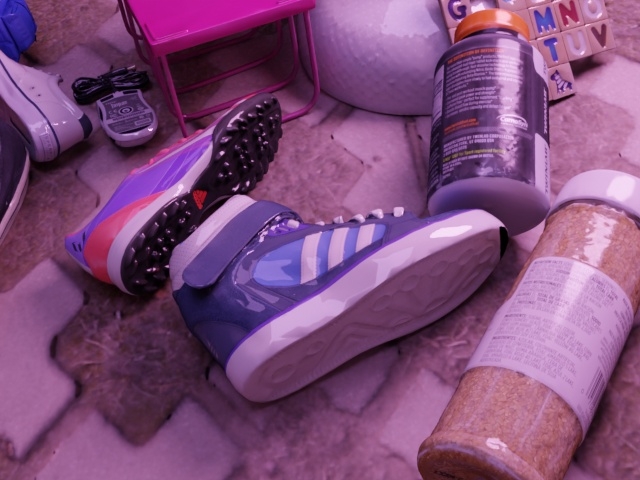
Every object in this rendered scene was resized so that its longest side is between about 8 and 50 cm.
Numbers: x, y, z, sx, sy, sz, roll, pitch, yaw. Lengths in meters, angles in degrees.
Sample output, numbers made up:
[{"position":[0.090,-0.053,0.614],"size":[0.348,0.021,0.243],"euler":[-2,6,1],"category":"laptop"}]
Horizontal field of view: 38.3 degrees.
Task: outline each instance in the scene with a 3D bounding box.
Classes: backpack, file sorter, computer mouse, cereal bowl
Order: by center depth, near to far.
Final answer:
[{"position":[-0.147,-0.287,1.212],"size":[0.202,0.182,0.290],"euler":[-20,48,-12],"category":"file sorter"},{"position":[-0.263,-0.169,1.219],"size":[0.106,0.042,0.193],"euler":[-16,41,-13],"category":"computer mouse"},{"position":[0.130,-0.326,1.238],"size":[0.339,0.141,0.339],"euler":[-4,46,4],"category":"cereal bowl"},{"position":[-0.469,-0.313,1.348],"size":[0.101,0.098,0.120],"euler":[-15,37,-3],"category":"backpack"}]

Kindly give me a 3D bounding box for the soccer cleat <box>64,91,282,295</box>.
[{"position":[-0.162,-0.073,1.070],"size":[0.116,0.108,0.318],"euler":[19,55,29],"category":"soccer cleat"}]

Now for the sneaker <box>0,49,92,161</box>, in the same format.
[{"position":[-0.393,-0.195,1.239],"size":[0.091,0.094,0.258],"euler":[-24,55,-30],"category":"sneaker"}]

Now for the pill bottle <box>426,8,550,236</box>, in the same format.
[{"position":[0.187,-0.136,1.018],"size":[0.130,0.130,0.245],"euler":[2,62,10],"category":"pill bottle"}]

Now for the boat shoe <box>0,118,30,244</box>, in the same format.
[{"position":[-0.439,0.021,0.988],"size":[0.187,0.156,0.500],"euler":[-1,48,5],"category":"boat shoe"}]

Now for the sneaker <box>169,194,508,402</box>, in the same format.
[{"position":[0.000,0.000,0.953],"size":[0.323,0.130,0.236],"euler":[-29,53,-11],"category":"sneaker"}]

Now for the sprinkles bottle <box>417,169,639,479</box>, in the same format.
[{"position":[0.216,0.088,0.844],"size":[0.121,0.121,0.355],"euler":[19,52,24],"category":"sprinkles bottle"}]

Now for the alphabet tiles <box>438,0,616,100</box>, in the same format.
[{"position":[0.262,-0.269,1.147],"size":[0.237,0.198,0.009],"euler":[-19,5,-21],"category":"alphabet tiles"}]
